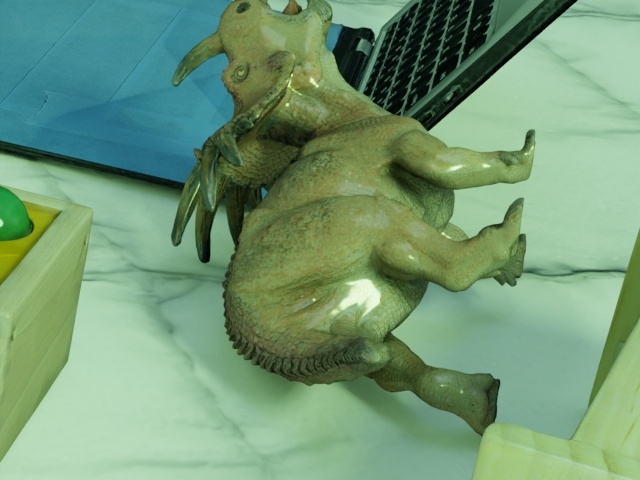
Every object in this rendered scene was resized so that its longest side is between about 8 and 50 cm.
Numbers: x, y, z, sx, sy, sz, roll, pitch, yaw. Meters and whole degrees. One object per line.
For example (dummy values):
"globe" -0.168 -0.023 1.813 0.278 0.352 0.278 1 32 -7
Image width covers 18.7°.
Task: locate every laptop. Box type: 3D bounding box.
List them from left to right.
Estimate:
"laptop" -0.017 -0.187 1.250 0.236 0.408 0.382 45 21 -11

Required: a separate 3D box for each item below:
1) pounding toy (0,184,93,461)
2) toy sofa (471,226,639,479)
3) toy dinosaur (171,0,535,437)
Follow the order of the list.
"pounding toy" -0.212 0.031 0.810 0.181 0.094 0.206 14 23 4
"toy sofa" 0.175 0.097 0.787 0.177 0.150 0.362 18 23 14
"toy dinosaur" 0.000 0.000 0.971 0.200 0.127 0.296 8 35 7
